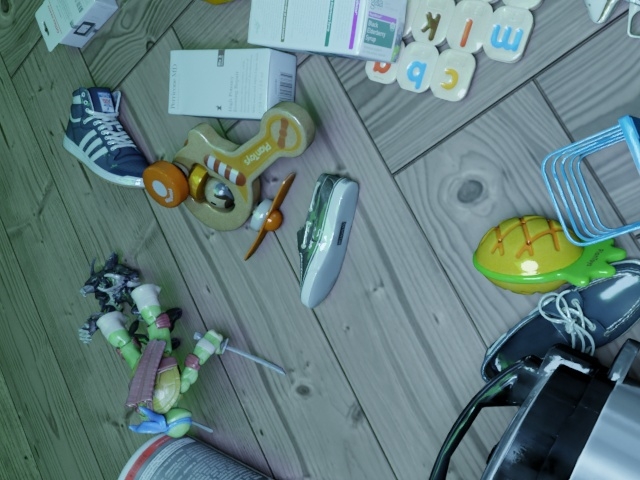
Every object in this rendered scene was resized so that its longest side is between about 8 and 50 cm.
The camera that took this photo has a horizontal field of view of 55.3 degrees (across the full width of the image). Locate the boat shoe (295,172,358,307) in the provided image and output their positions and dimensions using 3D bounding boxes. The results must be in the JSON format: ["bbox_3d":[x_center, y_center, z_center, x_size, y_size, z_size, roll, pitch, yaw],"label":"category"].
[{"bbox_3d":[0.000,0.000,0.999,0.070,0.077,0.219,21,98,29],"label":"boat shoe"}]

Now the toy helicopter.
[{"bbox_3d":[-0.122,-0.107,1.014,0.235,0.140,0.355,51,138,-10],"label":"toy helicopter"}]

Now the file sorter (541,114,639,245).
[{"bbox_3d":[0.343,-0.066,0.710,0.104,0.170,0.118,-23,83,37],"label":"file sorter"}]

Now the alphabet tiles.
[{"bbox_3d":[0.175,-0.351,0.875,0.284,0.021,0.278,23,105,29],"label":"alphabet tiles"}]

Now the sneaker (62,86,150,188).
[{"bbox_3d":[-0.420,-0.215,1.231,0.282,0.099,0.153,30,112,30],"label":"sneaker"}]

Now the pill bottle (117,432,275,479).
[{"bbox_3d":[-0.176,0.499,1.081,0.362,0.210,0.210,15,103,31],"label":"pill bottle"}]

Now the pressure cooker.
[{"bbox_3d":[0.315,0.341,0.655,0.420,0.370,0.376,26,142,29],"label":"pressure cooker"}]

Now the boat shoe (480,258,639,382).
[{"bbox_3d":[0.316,0.113,0.797,0.254,0.079,0.095,-37,74,30],"label":"boat shoe"}]

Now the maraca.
[{"bbox_3d":[0.285,0.020,0.780,0.185,0.127,0.099,6,126,42],"label":"maraca"}]

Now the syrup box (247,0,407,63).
[{"bbox_3d":[0.004,-0.329,0.921,0.236,0.093,0.096,22,110,39],"label":"syrup box"}]

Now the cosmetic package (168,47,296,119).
[{"bbox_3d":[-0.157,-0.269,1.063,0.231,0.085,0.117,8,99,31],"label":"cosmetic package"}]

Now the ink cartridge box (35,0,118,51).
[{"bbox_3d":[-0.517,-0.485,1.287,0.180,0.060,0.104,-29,80,32],"label":"ink cartridge box"}]

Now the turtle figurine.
[{"bbox_3d":[-0.267,0.225,1.110,0.266,0.274,0.198,56,133,20],"label":"turtle figurine"}]

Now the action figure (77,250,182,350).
[{"bbox_3d":[-0.411,0.130,1.240,0.275,0.141,0.164,30,112,24],"label":"action figure"}]

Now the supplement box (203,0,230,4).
[{"bbox_3d":[-0.100,-0.509,0.924,0.356,0.195,0.194,2,93,34],"label":"supplement box"}]

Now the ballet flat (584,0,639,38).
[{"bbox_3d":[0.376,-0.286,0.727,0.221,0.077,0.079,36,132,25],"label":"ballet flat"}]
